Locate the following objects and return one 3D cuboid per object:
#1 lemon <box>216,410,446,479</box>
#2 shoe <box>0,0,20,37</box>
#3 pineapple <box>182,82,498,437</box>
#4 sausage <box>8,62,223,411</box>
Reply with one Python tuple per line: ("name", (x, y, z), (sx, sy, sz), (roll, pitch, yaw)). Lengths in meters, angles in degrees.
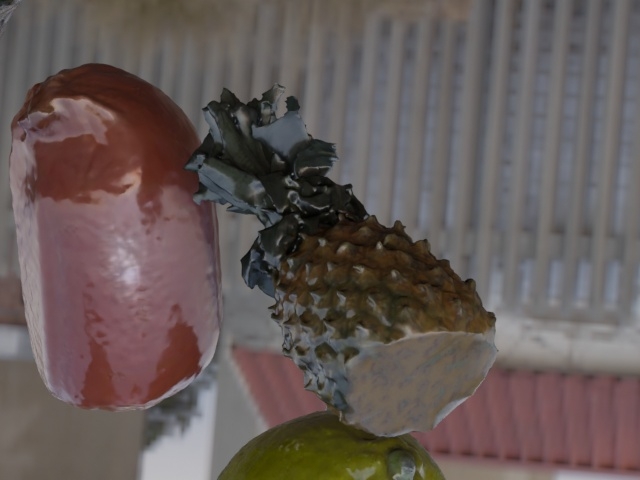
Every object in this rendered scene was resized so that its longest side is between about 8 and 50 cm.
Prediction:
("lemon", (0.007, 0.211, 1.237), (0.184, 0.184, 0.248), (5, 143, -12))
("shoe", (-0.357, -0.238, 1.099), (0.384, 0.171, 0.237), (29, 144, -18))
("pineapple", (0.000, 0.000, 1.040), (0.125, 0.125, 0.251), (7, -147, -42))
("sausage", (-0.136, 0.007, 1.197), (0.148, 0.254, 0.148), (3, -153, -1))
